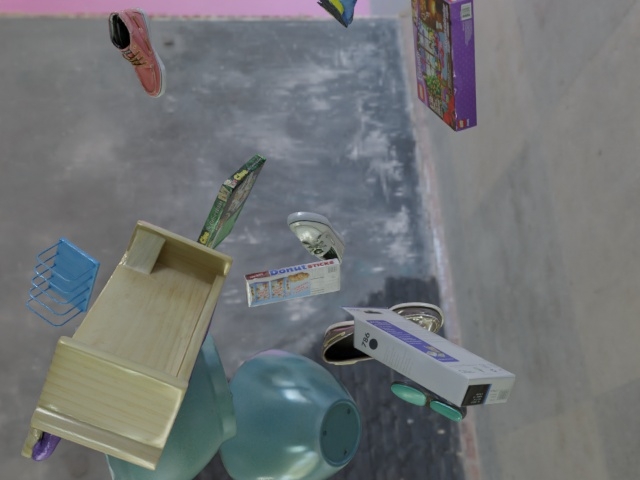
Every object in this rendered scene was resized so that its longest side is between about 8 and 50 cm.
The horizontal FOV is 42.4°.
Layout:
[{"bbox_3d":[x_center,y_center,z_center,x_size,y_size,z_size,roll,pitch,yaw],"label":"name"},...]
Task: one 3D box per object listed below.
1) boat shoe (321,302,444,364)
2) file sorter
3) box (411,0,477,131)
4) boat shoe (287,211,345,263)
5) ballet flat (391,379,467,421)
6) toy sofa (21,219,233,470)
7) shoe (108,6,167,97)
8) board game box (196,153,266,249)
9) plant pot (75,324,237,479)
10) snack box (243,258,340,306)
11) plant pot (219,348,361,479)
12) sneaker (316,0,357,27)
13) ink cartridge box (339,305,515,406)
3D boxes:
[{"bbox_3d":[0.154,0.243,2.088,0.096,0.324,0.116,-64,-43,-63],"label":"boat shoe"},{"bbox_3d":[-0.624,0.105,1.984,0.104,0.118,0.170,-44,-16,-53],"label":"file sorter"},{"bbox_3d":[0.266,-0.408,1.792,0.201,0.057,0.293,-121,18,-53],"label":"box"},{"bbox_3d":[0.000,0.000,1.970,0.226,0.083,0.075,29,-131,-52],"label":"boat shoe"},{"bbox_3d":[0.282,0.396,2.115,0.074,0.203,0.074,22,-90,-76],"label":"ballet flat"},{"bbox_3d":[-0.229,0.135,1.046,0.362,0.150,0.177,-84,17,-67],"label":"toy sofa"},{"bbox_3d":[-0.357,-0.359,1.599,0.081,0.064,0.178,-39,-61,-60],"label":"shoe"},{"bbox_3d":[-0.202,-0.065,1.778,0.136,0.030,0.259,-52,-4,-46],"label":"board game box"},{"bbox_3d":[-0.243,0.246,1.268,0.293,0.196,0.293,165,90,-75],"label":"plant pot"},{"bbox_3d":[-0.051,0.079,1.534,0.022,0.178,0.064,-115,18,-52],"label":"snack box"},{"bbox_3d":[-0.033,0.370,1.651,0.195,0.290,0.290,0,94,40],"label":"plant pot"},{"bbox_3d":[0.039,-0.407,1.353,0.082,0.069,0.209,-52,0,6],"label":"sneaker"},{"bbox_3d":[0.192,0.217,1.592,0.333,0.165,0.065,27,104,42],"label":"ink cartridge box"}]
